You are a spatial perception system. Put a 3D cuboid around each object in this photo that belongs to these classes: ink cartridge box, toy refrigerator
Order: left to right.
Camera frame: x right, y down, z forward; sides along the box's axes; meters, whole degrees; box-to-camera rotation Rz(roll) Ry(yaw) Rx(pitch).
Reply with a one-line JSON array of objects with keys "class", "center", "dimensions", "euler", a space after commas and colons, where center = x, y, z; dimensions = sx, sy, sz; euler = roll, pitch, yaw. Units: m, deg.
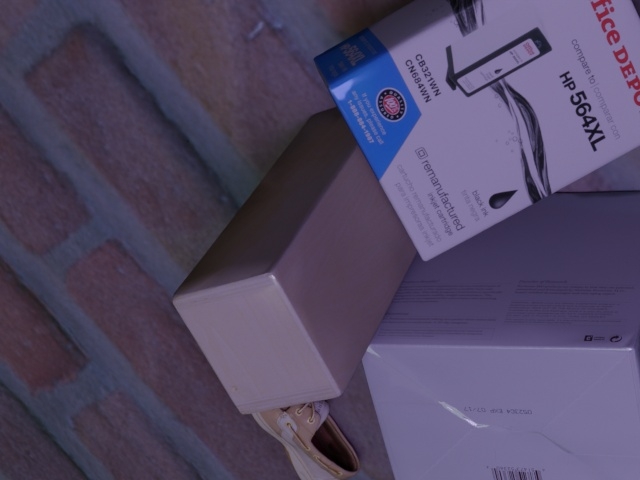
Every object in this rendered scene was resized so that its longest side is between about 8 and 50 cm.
[{"class": "toy refrigerator", "center": [0.000, 0.000, 0.899], "dimensions": [0.094, 0.269, 0.102], "euler": [-15, 115, 31]}, {"class": "ink cartridge box", "center": [0.121, -0.104, 0.839], "dimensions": [0.203, 0.086, 0.148], "euler": [-29, 111, 4]}]

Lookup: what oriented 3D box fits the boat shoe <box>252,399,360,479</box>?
[{"class": "boat shoe", "center": [-0.016, 0.164, 1.152], "dimensions": [0.059, 0.063, 0.170], "euler": [-15, 124, 28]}]

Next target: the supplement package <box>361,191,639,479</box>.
[{"class": "supplement package", "center": [0.163, 0.077, 0.923], "dimensions": [0.194, 0.203, 0.149], "euler": [-1, 122, 25]}]
